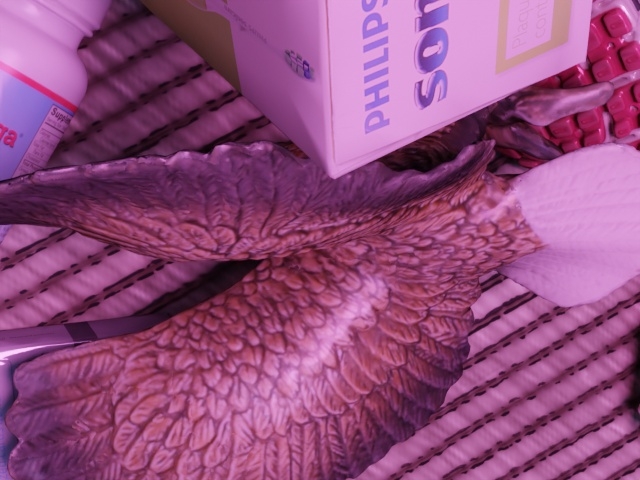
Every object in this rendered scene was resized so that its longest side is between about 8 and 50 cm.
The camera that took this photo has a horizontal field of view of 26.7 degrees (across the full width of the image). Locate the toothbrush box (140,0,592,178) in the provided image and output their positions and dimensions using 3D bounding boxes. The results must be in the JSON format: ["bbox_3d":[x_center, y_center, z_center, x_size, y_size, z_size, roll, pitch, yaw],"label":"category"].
[{"bbox_3d":[-0.031,-0.191,0.489,0.122,0.283,0.206,-25,136,-22],"label":"toothbrush box"}]

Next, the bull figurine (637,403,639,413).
[{"bbox_3d":[0.337,0.056,0.817,0.310,0.101,0.188,14,97,-22],"label":"bull figurine"}]

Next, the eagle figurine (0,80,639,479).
[{"bbox_3d":[-0.008,0.000,0.622,0.298,0.225,0.226,-43,103,-35],"label":"eagle figurine"}]

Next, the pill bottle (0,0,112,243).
[{"bbox_3d":[-0.164,-0.059,0.623,0.087,0.087,0.160,29,89,-22],"label":"pill bottle"}]

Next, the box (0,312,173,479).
[{"bbox_3d":[-0.159,0.119,0.683,0.186,0.038,0.145,-6,101,-20],"label":"box"}]

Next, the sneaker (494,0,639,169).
[{"bbox_3d":[0.116,-0.162,0.696,0.112,0.121,0.299,-47,123,-39],"label":"sneaker"}]
